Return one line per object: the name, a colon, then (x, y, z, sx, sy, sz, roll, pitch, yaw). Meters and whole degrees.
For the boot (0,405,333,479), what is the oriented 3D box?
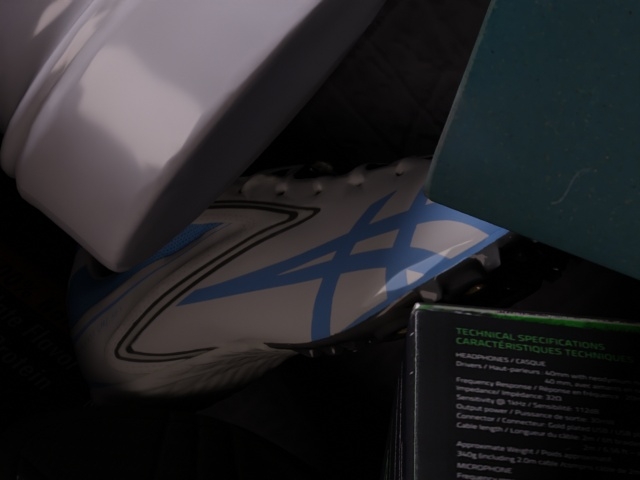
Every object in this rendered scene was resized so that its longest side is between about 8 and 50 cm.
boot: (-0.037, 0.149, 0.728, 0.236, 0.085, 0.178, 17, 144, -20)

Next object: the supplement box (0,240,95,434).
supplement box: (-0.216, 0.076, 0.777, 0.191, 0.194, 0.129, 36, 134, 9)

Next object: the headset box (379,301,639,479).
headset box: (0.128, 0.176, 0.581, 0.246, 0.131, 0.283, 6, 129, -1)

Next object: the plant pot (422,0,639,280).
plant pot: (0.175, -0.060, 0.424, 0.234, 0.165, 0.166, 27, 133, 8)

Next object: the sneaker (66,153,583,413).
sneaker: (0.000, 0.000, 0.651, 0.237, 0.085, 0.086, -20, 83, 37)

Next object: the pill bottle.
pill bottle: (-0.119, -0.134, 0.578, 0.283, 0.161, 0.161, 42, 136, 3)
